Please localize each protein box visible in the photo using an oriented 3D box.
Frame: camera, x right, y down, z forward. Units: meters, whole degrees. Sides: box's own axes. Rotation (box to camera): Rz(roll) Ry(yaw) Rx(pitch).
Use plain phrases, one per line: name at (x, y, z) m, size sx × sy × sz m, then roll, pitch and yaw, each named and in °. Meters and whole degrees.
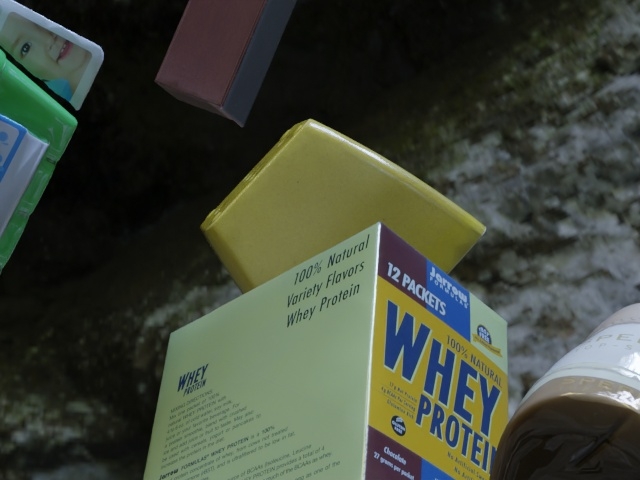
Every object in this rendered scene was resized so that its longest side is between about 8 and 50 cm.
protein box at (0.003, 0.136, 0.856) m, size 0.200 × 0.201 × 0.136 m, roll -29°, pitch -51°, yaw 34°

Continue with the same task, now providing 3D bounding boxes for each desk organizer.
desk organizer at (-0.052, -0.144, 0.848) m, size 0.050 × 0.047 × 0.130 m, roll 22°, pitch -93°, yaw 16°

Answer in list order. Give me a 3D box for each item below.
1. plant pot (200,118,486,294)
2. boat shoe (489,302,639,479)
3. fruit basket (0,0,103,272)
plant pot at (0.000, 0.000, 1.296) m, size 0.187 × 0.212 × 0.212 m, roll 42°, pitch -93°, yaw -7°
boat shoe at (0.111, 0.166, 0.607) m, size 0.109 × 0.098 × 0.302 m, roll 19°, pitch -56°, yaw 18°
fruit basket at (-0.394, -0.093, 1.097) m, size 0.353 × 0.165 × 0.327 m, roll 29°, pitch -92°, yaw -33°
